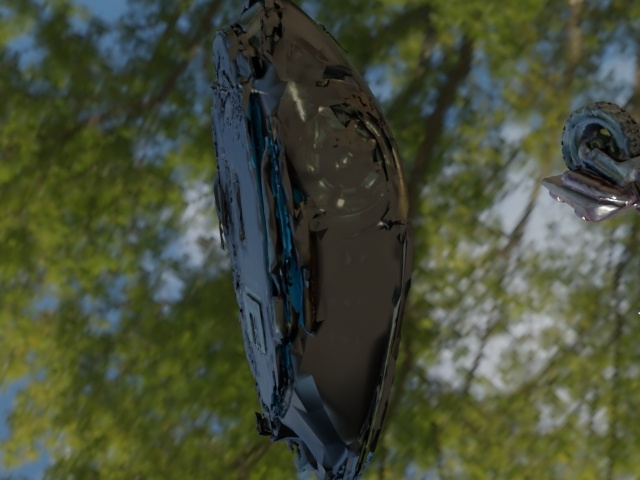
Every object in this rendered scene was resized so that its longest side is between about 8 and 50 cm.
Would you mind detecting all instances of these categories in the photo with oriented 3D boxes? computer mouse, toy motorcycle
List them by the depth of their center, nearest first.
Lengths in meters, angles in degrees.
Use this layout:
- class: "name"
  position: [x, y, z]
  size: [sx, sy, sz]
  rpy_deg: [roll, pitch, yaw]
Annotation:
- class: "computer mouse"
  position: [0.000, 0.000, 0.845]
  size: [0.078, 0.146, 0.241]
  rpy_deg: [-7, -81, -10]
- class: "toy motorcycle"
  position: [0.248, -0.006, 1.313]
  size: [0.213, 0.122, 0.082]
  rpy_deg: [40, -152, 27]
